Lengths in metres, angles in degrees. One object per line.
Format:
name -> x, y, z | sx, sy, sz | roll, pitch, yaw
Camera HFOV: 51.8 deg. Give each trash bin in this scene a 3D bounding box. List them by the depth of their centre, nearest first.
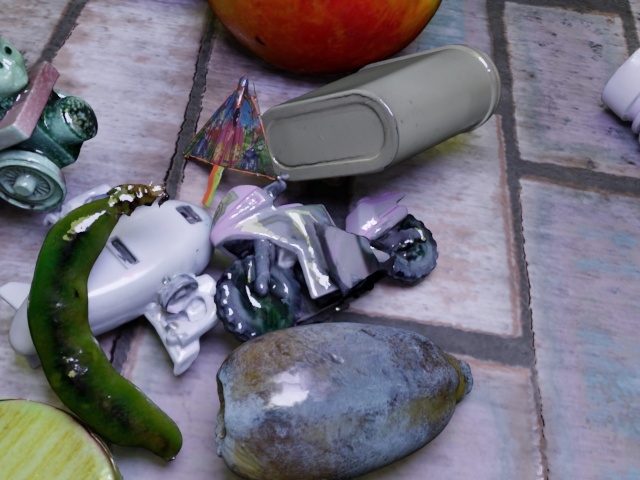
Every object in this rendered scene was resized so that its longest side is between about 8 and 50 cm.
trash bin -> 0.075, -0.167, 0.868 | 0.243, 0.121, 0.247 | 0, 21, 44

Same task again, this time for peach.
peach -> -0.007, -0.429, 0.987 | 0.388, 0.388, 0.388 | 4, 55, -5

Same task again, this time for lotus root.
lotus root -> 0.047, 0.160, 0.688 | 0.322, 0.140, 0.158 | -3, 72, -25

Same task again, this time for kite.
kite -> -0.120, -0.128, 0.864 | 0.014, 0.183, 0.241 | 14, 9, -42

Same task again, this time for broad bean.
broad bean -> -0.216, 0.086, 0.663 | 0.144, 0.049, 0.292 | -4, 90, -15

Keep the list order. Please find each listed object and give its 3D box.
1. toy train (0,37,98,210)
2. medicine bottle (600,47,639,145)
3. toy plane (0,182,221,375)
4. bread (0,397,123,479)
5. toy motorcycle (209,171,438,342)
toy train -> -0.420, -0.131, 0.764 | 0.304, 0.221, 0.150 | -16, 47, 21
medicine bottle -> 0.586, -0.175, 0.996 | 0.170, 0.170, 0.293 | -28, 65, -24
toy plane -> -0.233, 0.045, 0.762 | 0.267, 0.122, 0.266 | 4, 57, -7
bread -> -0.329, 0.291, 0.613 | 0.301, 0.045, 0.301 | -1, 55, 2
toy motorcycle -> 0.000, 0.000, 0.805 | 0.327, 0.143, 0.188 | -19, 72, -35
